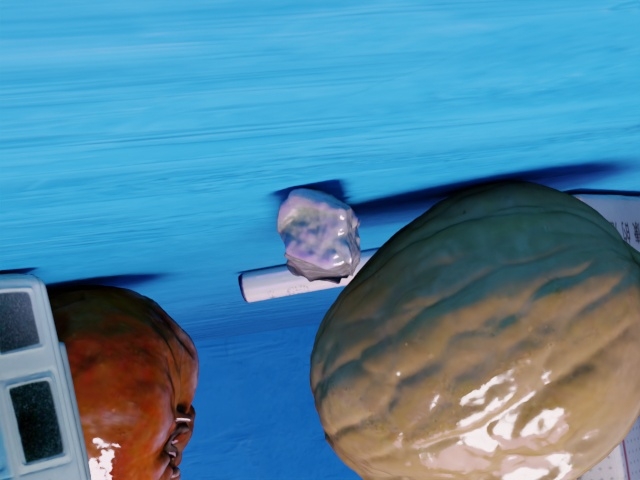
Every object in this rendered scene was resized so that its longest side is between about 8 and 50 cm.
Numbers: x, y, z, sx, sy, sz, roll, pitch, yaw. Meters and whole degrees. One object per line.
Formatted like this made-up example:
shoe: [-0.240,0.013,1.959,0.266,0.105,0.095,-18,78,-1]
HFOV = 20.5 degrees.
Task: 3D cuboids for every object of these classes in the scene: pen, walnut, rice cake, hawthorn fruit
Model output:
pen: [0.054,0.024,1.676,0.269,0.033,0.033,-10,175,10]
walnut: [0.113,0.077,1.236,0.261,0.225,0.225,-28,171,13]
rice cake: [0.000,0.001,1.169,0.055,0.049,0.270,5,176,2]
hawthorn fruit: [-0.243,0.145,1.521,0.271,0.242,0.242,12,179,9]

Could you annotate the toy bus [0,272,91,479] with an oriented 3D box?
toy bus: [-0.255,0.162,1.291,0.164,0.271,0.133,-10,177,-35]

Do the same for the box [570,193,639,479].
box: [0.236,0.130,1.472,0.095,0.330,0.210,-12,175,29]
